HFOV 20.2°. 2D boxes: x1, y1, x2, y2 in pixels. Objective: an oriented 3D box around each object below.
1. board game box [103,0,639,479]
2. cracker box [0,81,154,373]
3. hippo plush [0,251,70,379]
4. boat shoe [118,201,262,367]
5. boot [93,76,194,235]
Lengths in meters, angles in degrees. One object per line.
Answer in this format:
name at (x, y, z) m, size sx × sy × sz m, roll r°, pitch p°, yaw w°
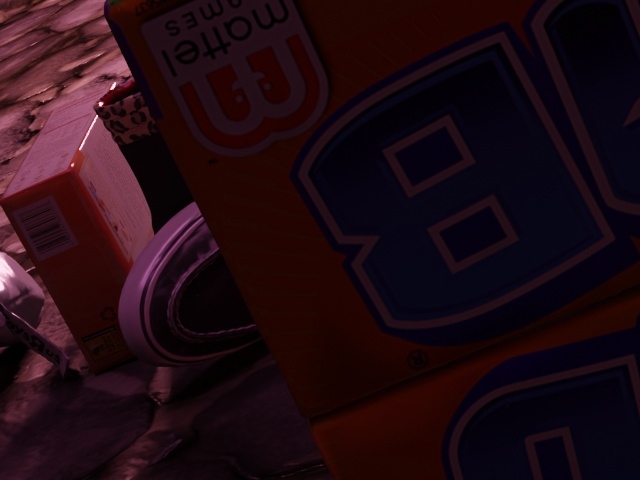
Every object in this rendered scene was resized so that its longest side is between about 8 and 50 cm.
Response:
board game box at (0.154, -0.059, 0.813) m, size 0.356 × 0.356 × 0.356 m, roll -23°, pitch 19°, yaw 8°
cracker box at (-0.172, -0.016, 1.430) m, size 0.067 × 0.156 × 0.232 m, roll -22°, pitch 18°, yaw 11°
hippo plush at (-0.360, 0.080, 1.430) m, size 0.236 × 0.234 × 0.294 m, roll -44°, pitch 62°, yaw 0°
boat shoe at (0.000, 0.000, 1.262) m, size 0.301 × 0.108 × 0.102 m, roll -27°, pitch 16°, yaw -26°
boot at (-0.041, -0.076, 1.383) m, size 0.236 × 0.179 × 0.085 m, roll -26°, pitch 19°, yaw 0°
